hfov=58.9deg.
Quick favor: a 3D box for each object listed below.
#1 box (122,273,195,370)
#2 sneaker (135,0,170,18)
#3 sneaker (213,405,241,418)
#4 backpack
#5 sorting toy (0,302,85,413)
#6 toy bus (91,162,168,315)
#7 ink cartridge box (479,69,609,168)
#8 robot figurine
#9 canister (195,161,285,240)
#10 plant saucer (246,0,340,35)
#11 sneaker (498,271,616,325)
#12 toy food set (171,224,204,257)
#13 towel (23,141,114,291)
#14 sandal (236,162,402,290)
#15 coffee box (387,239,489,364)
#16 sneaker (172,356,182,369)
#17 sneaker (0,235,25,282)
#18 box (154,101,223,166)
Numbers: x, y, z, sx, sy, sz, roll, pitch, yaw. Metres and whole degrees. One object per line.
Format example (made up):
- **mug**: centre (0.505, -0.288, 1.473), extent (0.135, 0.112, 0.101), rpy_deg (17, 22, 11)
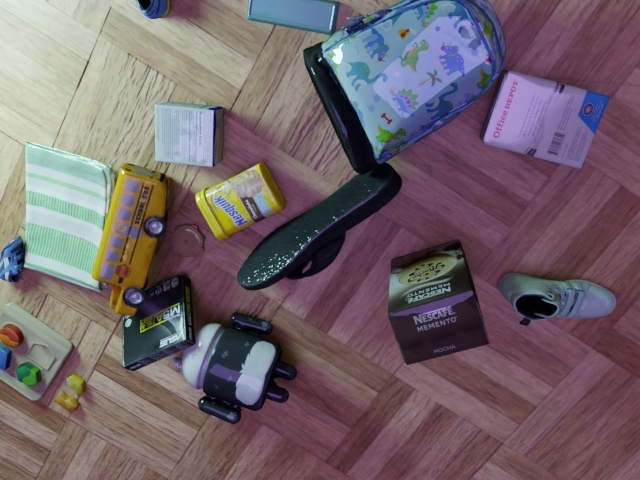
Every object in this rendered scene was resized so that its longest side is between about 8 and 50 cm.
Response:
- **box**: centre (-0.396, 0.198, 1.376), extent (0.190, 0.184, 0.045), rpy_deg (-24, 142, 16)
- **sneaker**: centre (-0.369, -0.563, 1.159), extent (0.069, 0.082, 0.210), rpy_deg (-10, 105, 14)
- **sneaker**: centre (-0.249, 0.402, 1.476), extent (0.084, 0.058, 0.152), rpy_deg (-1, 113, 15)
- **backpack**: centre (0.174, -0.325, 1.088), extent (0.355, 0.273, 0.290), rpy_deg (-24, 97, 3)
- **sorting toy**: centre (-0.774, 0.338, 1.544), extent (0.307, 0.041, 0.229), rpy_deg (36, 110, -4)
- **toy bus**: centre (-0.438, 0.001, 1.317), extent (0.130, 0.108, 0.333), rpy_deg (16, 104, -18)
- **ink cartridge box**: centre (0.442, -0.246, 1.140), extent (0.202, 0.086, 0.148), rpy_deg (16, 111, 4)
- **robot figurine**: centre (-0.199, 0.308, 1.381), extent (0.277, 0.209, 0.174), rpy_deg (19, 126, 3)
- **canister**: centre (-0.180, -0.090, 1.294), extent (0.169, 0.073, 0.126), rpy_deg (-25, 104, 14)
- **plant saucer**: centre (-0.059, -0.477, 1.175), extent (0.191, 0.018, 0.067), rpy_deg (12, 110, 4)
- **sneaker**: centre (0.524, 0.143, 1.225), extent (0.255, 0.151, 0.094), rpy_deg (8, 108, 4)
- **toy food set**: centre (-0.322, 0.000, 1.373), extent (0.083, 0.020, 0.083), rpy_deg (10, 109, 6)
- **towel**: centre (-0.617, -0.052, 1.377), extent (0.247, 0.038, 0.325), rpy_deg (16, 111, 12)
- **sandal**: centre (0.001, 0.001, 1.257), extent (0.445, 0.168, 0.107), rpy_deg (-33, 119, 17)
- **coffee box**: centre (0.238, 0.117, 1.181), extent (0.168, 0.297, 0.119), rpy_deg (-18, 105, 13)
- **sneaker**: centre (-0.330, 0.309, 1.472), extent (0.098, 0.038, 0.069), rpy_deg (25, 109, -11)
- **sneaker**: centre (-0.779, 0.049, 1.443), extent (0.059, 0.053, 0.144), rpy_deg (33, 119, -3)
- **box**: centre (-0.291, -0.237, 1.261), extent (0.137, 0.072, 0.126), rpy_deg (7, 109, 7)
